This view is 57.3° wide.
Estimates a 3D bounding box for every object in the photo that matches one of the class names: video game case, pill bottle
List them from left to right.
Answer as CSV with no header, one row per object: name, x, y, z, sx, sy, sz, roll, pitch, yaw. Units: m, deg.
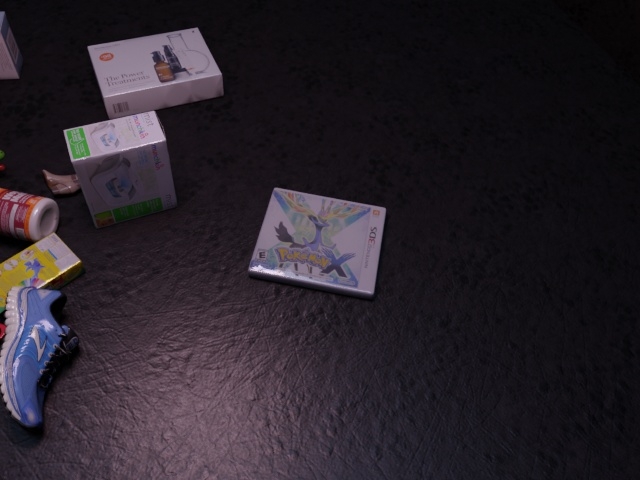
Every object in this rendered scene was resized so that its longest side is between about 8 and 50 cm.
pill bottle,-0.806,-0.070,1.512,0.221,0.121,0.121,12,52,4
video game case,0.000,0.000,1.583,0.329,0.036,0.300,10,52,3

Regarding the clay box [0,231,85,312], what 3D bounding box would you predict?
clay box,-0.714,0.089,1.440,0.127,0.053,0.222,40,60,22

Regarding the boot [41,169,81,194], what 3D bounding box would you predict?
boot,-0.724,-0.169,1.651,0.087,0.042,0.118,-23,59,-29

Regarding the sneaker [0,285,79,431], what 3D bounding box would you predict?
sneaker,-0.608,0.245,1.277,0.147,0.130,0.330,-3,61,-15

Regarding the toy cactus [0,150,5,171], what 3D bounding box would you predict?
toy cactus,-0.966,-0.167,1.603,0.219,0.112,0.181,-20,76,-22

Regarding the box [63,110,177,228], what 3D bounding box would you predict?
box,-0.514,-0.184,1.538,0.231,0.262,0.127,-16,56,-18

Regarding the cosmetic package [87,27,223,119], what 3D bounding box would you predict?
cosmetic package,-0.543,-0.558,1.932,0.377,0.097,0.284,-17,53,-17

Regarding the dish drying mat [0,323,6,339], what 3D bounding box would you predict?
dish drying mat,-0.758,0.230,1.355,0.032,0.008,0.083,19,52,10

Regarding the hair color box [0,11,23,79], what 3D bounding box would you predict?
hair color box,-1.172,-0.607,1.852,0.374,0.185,0.114,-6,54,-10
